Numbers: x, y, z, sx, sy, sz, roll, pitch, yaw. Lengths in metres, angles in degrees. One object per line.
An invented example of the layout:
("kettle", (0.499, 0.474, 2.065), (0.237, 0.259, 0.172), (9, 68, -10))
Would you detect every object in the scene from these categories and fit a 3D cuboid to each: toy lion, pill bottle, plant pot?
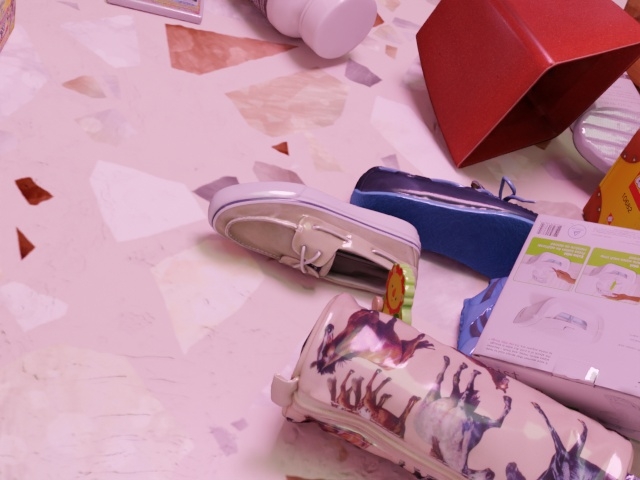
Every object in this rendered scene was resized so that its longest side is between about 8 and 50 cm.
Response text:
("toy lion", (0.100, 0.083, 1.235), (0.034, 0.096, 0.100), (6, 50, -17))
("pill bottle", (-0.047, -0.459, 1.642), (0.176, 0.176, 0.318), (-19, 58, -35))
("plant pot", (0.314, -0.309, 1.549), (0.267, 0.267, 0.235), (-18, 70, -35))

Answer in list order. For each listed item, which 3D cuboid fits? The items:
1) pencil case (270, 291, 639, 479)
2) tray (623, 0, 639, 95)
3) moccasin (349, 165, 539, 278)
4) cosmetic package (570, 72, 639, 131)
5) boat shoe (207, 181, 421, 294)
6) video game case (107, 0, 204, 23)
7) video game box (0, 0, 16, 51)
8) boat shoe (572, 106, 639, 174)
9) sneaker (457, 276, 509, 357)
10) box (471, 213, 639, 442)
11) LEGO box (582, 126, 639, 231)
("pencil case", (0.149, 0.214, 1.089), (0.410, 0.160, 0.183), (27, 29, 4))
("tray", (0.634, -0.334, 1.692), (0.076, 0.202, 0.411), (12, 24, -12))
("moccasin", (0.217, -0.042, 1.382), (0.342, 0.137, 0.116), (21, 39, -4))
("cosmetic package", (0.499, -0.284, 1.769), (0.117, 0.085, 0.231), (5, 48, -19))
("boat shoe", (0.000, 0.000, 1.272), (0.302, 0.109, 0.094), (11, 47, -17))
("video game case", (-0.275, -0.431, 1.633), (0.157, 0.019, 0.143), (11, 45, -14))
("video game box", (-0.466, -0.319, 1.324), (0.048, 0.187, 0.205), (12, 44, -6))
("boat shoe", (0.556, -0.121, 1.620), (0.335, 0.119, 0.121), (20, 74, -14))
("sneaker", (0.213, 0.124, 1.282), (0.082, 0.069, 0.209), (10, 43, 36))
("box", (0.356, 0.107, 1.175), (0.262, 0.126, 0.231), (11, 59, 33))
("LEGO box", (0.648, 0.093, 1.389), (0.373, 0.193, 0.500), (7, 46, -16))
